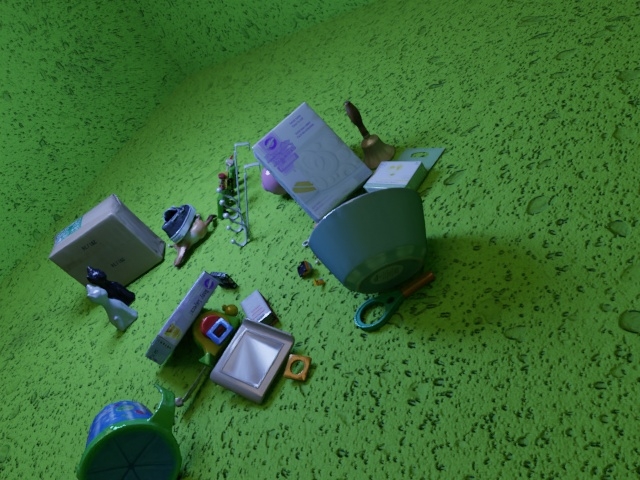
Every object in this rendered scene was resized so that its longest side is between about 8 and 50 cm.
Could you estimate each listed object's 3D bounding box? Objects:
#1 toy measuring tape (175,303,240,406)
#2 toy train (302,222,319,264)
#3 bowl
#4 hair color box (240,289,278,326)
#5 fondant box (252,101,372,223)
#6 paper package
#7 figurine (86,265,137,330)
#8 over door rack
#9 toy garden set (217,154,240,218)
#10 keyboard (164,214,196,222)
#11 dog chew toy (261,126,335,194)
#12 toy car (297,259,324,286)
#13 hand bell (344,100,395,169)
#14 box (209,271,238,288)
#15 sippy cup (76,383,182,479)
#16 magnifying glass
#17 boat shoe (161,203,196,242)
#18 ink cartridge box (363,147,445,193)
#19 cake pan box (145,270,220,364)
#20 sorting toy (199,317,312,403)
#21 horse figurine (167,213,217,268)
[{"bbox_3d":[-0.351,0.313,1.562,0.121,0.121,0.330,3,50,44],"label":"toy measuring tape"},{"bbox_3d":[0.000,0.000,1.689,0.125,0.046,0.166,-41,34,-7],"label":"toy train"},{"bbox_3d":[0.143,0.022,1.352,0.312,0.311,0.163,-29,63,12],"label":"bowl"},{"bbox_3d":[-0.183,0.212,1.603,0.072,0.043,0.141,-39,33,-3],"label":"hair color box"},{"bbox_3d":[-0.028,-0.253,1.783,0.238,0.330,0.096,-42,-7,-7],"label":"fondant box"},{"bbox_3d":[-0.862,0.029,2.191,0.325,0.309,0.168,-34,34,6],"label":"paper package"},{"bbox_3d":[-0.788,0.209,2.000,0.092,0.209,0.215,-38,34,-1],"label":"figurine"},{"bbox_3d":[-0.310,-0.175,1.967,0.108,0.324,0.239,2,29,-20],"label":"over door rack"},{"bbox_3d":[-0.367,-0.238,2.199,0.049,0.203,0.244,9,45,1],"label":"toy garden set"},{"bbox_3d":[-0.634,-0.092,2.375,0.192,0.038,0.100,7,53,47],"label":"keyboard"},{"bbox_3d":[-0.079,-0.282,1.975,0.332,0.206,0.206,-32,33,21],"label":"dog chew toy"},{"bbox_3d":[-0.027,0.109,1.610,0.041,0.060,0.122,-4,41,-32],"label":"toy car"},{"bbox_3d":[0.148,-0.371,1.824,0.126,0.242,0.126,-23,36,18],"label":"hand bell"},{"bbox_3d":[-0.325,0.133,1.803,0.083,0.067,0.018,2,50,42],"label":"box"},{"bbox_3d":[-0.492,0.524,1.367,0.306,0.240,0.224,-22,18,-21],"label":"sippy cup"},{"bbox_3d":[0.187,0.149,1.364,0.231,0.026,0.092,-34,34,4],"label":"magnifying glass"},{"bbox_3d":[-0.588,-0.093,2.191,0.108,0.102,0.301,-39,22,15],"label":"boat shoe"},{"bbox_3d":[0.268,-0.233,1.722,0.171,0.056,0.235,10,57,48],"label":"ink cartridge box"},{"bbox_3d":[-0.428,0.244,1.655,0.245,0.070,0.267,-57,8,-35],"label":"cake pan box"},{"bbox_3d":[-0.176,0.322,1.443,0.348,0.047,0.196,14,64,31],"label":"sorting toy"},{"bbox_3d":[-0.517,-0.018,2.159,0.263,0.066,0.174,-46,27,-8],"label":"horse figurine"}]
